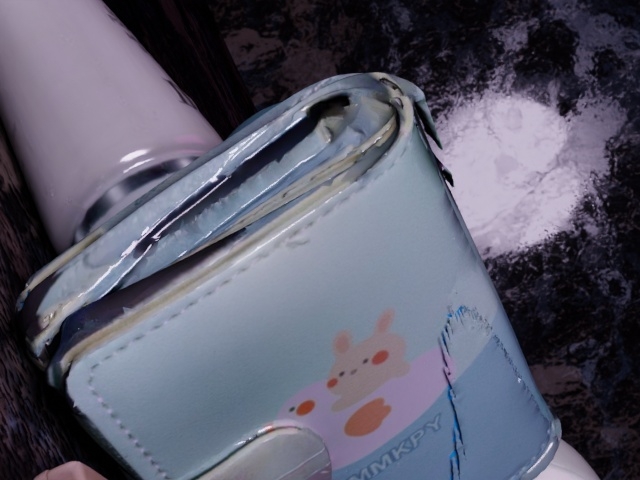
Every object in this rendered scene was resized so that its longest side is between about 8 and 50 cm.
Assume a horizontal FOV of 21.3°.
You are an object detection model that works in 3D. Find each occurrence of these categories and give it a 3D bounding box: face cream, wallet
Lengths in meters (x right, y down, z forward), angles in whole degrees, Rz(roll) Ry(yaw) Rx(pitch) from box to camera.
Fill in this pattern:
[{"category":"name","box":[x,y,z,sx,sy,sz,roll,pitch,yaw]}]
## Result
[{"category":"face cream","box":[-0.121,-0.077,0.794,0.314,0.089,0.143,55,-2,28]},{"category":"wallet","box":[-0.002,0.058,0.702,0.075,0.176,0.250,54,-4,40]}]

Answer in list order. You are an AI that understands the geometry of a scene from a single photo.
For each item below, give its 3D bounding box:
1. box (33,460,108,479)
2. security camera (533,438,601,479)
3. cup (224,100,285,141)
[{"category":"box","box":[-0.064,0.127,0.537,0.115,0.025,0.048,67,9,30]},{"category":"security camera","box":[0.086,0.221,0.822,0.236,0.195,0.194,-106,171,-58]},{"category":"cup","box":[0.000,0.000,1.360,0.300,0.167,0.173,27,29,-34]}]
